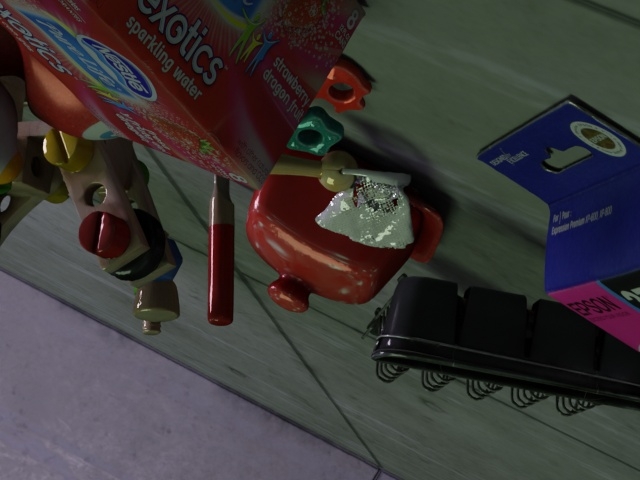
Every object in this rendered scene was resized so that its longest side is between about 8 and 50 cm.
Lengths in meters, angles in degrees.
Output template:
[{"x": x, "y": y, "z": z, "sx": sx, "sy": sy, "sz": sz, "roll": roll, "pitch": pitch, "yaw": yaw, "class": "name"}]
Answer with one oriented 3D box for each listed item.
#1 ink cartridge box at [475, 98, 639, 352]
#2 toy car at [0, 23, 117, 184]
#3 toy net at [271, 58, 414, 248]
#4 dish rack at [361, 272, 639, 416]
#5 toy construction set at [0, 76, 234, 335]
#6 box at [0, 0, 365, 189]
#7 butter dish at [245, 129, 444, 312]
[{"x": 0.262, "y": 0.051, "z": 1.000, "sx": 0.371, "sy": 0.069, "sz": 0.176, "roll": 34, "pitch": 167, "yaw": -6, "class": "ink cartridge box"}, {"x": -0.231, "y": -0.093, "z": 1.142, "sx": 0.210, "sy": 0.238, "sz": 0.219, "roll": 30, "pitch": 168, "yaw": -1, "class": "toy car"}, {"x": 0.006, "y": -0.076, "z": 1.112, "sx": 0.122, "sy": 0.045, "sz": 0.232, "roll": -20, "pitch": 136, "yaw": 32, "class": "toy net"}, {"x": 0.134, "y": 0.089, "z": 1.276, "sx": 0.208, "sy": 0.074, "sz": 0.271, "roll": 12, "pitch": 168, "yaw": -4, "class": "dish rack"}, {"x": -0.209, "y": -0.062, "z": 1.410, "sx": 0.309, "sy": 0.237, "sz": 0.257, "roll": 15, "pitch": 157, "yaw": -36, "class": "toy construction set"}, {"x": -0.098, "y": -0.151, "z": 0.864, "sx": 0.123, "sy": 0.128, "sz": 0.257, "roll": 22, "pitch": 164, "yaw": 34, "class": "box"}, {"x": 0.000, "y": 0.000, "z": 1.255, "sx": 0.160, "sy": 0.118, "sz": 0.160, "roll": 29, "pitch": 168, "yaw": 5, "class": "butter dish"}]
